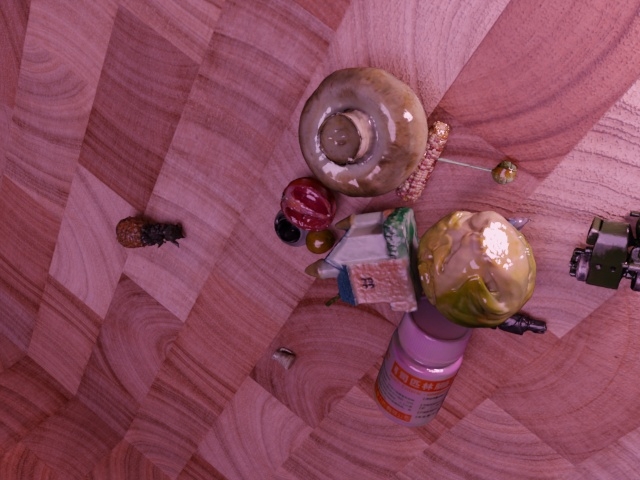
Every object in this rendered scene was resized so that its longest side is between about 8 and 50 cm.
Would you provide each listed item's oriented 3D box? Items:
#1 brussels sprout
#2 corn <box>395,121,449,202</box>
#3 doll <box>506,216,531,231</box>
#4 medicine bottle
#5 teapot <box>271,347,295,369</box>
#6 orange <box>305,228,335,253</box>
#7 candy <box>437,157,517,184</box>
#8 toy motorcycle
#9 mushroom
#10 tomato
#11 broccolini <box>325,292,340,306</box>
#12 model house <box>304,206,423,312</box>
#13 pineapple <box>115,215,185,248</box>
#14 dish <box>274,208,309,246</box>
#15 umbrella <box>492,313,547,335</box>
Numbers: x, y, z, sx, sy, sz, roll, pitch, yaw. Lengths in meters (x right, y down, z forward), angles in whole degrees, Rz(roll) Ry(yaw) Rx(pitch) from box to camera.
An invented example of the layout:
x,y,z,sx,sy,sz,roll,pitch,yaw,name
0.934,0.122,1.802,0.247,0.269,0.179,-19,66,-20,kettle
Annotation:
x,y,z,sx,sy,sz,roll,pitch,yaw,name
0.402,0.084,1.531,0.344,0.268,0.344,16,152,9,brussels sprout
0.273,-0.209,1.580,0.080,0.079,0.237,31,126,11,corn
0.505,-0.039,1.568,0.114,0.039,0.057,-19,99,38,doll
0.304,0.363,1.768,0.219,0.219,0.388,25,128,15,medicine bottle
-0.137,0.430,2.168,0.083,0.057,0.067,25,87,20,teapot
0.000,0.000,1.836,0.095,0.085,0.085,-10,110,38,orange
0.402,-0.191,1.521,0.203,0.061,0.061,15,122,14,candy
0.726,0.013,1.430,0.205,0.127,0.275,12,127,24,toy motorcycle
0.103,-0.274,1.516,0.352,0.260,0.351,14,117,29,mushroom
-0.026,-0.121,1.781,0.173,0.099,0.189,30,143,2,tomato
0.059,0.187,1.938,0.030,0.035,0.140,52,129,0,broccolini
0.116,0.056,1.698,0.325,0.194,0.267,-7,110,19,model house
-0.620,-0.027,2.147,0.248,0.128,0.128,3,117,22,pineapple
-0.101,-0.031,1.881,0.141,0.078,0.141,13,120,23,dish
0.525,0.227,1.689,0.236,0.059,0.066,9,136,26,umbrella
